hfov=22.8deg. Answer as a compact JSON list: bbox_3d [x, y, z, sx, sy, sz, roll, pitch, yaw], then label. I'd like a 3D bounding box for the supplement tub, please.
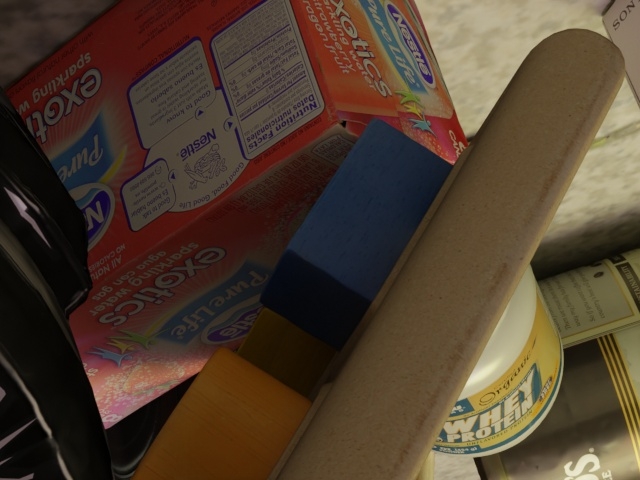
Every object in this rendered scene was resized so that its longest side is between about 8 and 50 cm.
[{"bbox_3d":[0.086,0.060,1.109,0.144,0.144,0.200,-21,153,8],"label":"supplement tub"}]

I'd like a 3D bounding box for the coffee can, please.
[{"bbox_3d":[0.248,0.111,1.282,0.275,0.202,0.201,-19,153,2],"label":"coffee can"}]

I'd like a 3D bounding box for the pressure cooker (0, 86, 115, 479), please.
[{"bbox_3d":[-0.285,0.052,0.624,0.375,0.420,0.370,0,108,-16],"label":"pressure cooker"}]

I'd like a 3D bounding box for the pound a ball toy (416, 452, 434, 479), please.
[{"bbox_3d":[0.035,0.258,1.358,0.208,0.319,0.136,11,144,-17],"label":"pound a ball toy"}]

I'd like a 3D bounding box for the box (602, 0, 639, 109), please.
[{"bbox_3d":[0.351,-0.055,1.001,0.322,0.232,0.058,1,146,-31],"label":"box"}]

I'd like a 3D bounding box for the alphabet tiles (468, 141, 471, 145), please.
[{"bbox_3d":[0.000,0.000,1.130,0.284,0.021,0.278,-15,153,-4],"label":"alphabet tiles"}]

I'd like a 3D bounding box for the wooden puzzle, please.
[{"bbox_3d":[-0.024,0.081,0.722,0.080,0.322,0.348,35,142,-2],"label":"wooden puzzle"}]

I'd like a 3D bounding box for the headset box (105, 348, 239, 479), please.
[{"bbox_3d":[-0.097,0.143,1.078,0.110,0.218,0.293,3,147,-33],"label":"headset box"}]

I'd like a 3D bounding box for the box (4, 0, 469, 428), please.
[{"bbox_3d":[-0.080,-0.029,0.888,0.300,0.154,0.142,-33,149,26],"label":"box"}]
